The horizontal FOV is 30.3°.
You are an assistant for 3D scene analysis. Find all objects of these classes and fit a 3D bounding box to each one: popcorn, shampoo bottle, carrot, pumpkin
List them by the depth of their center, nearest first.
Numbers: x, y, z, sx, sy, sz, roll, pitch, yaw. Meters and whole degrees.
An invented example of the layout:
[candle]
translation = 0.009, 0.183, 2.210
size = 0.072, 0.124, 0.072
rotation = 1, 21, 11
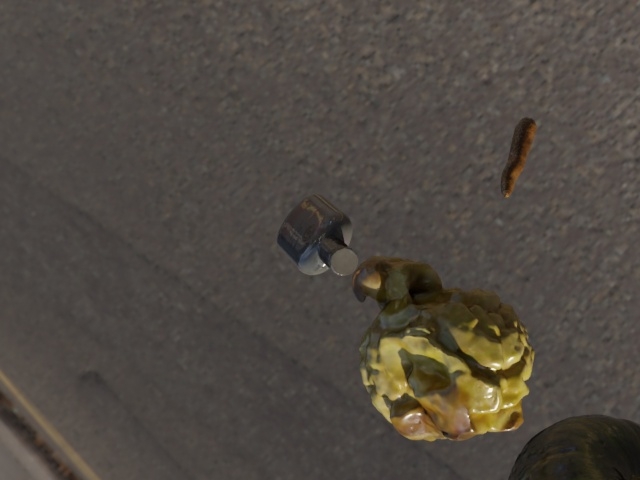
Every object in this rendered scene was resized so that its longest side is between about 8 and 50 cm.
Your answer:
[pumpkin]
translation = 0.280, 0.298, 1.106
size = 0.260, 0.260, 0.189
rotation = 38, 124, 18
[shampoo bottle]
translation = 0.000, 0.000, 1.290
size = 0.040, 0.080, 0.165
rotation = 39, -178, -23
[popcorn]
translation = 0.169, 0.162, 1.759
size = 0.332, 0.225, 0.265
rotation = 49, 134, 12
[carrot]
translation = 0.320, -0.134, 1.920
size = 0.036, 0.165, 0.035
rotation = 16, 152, 9
